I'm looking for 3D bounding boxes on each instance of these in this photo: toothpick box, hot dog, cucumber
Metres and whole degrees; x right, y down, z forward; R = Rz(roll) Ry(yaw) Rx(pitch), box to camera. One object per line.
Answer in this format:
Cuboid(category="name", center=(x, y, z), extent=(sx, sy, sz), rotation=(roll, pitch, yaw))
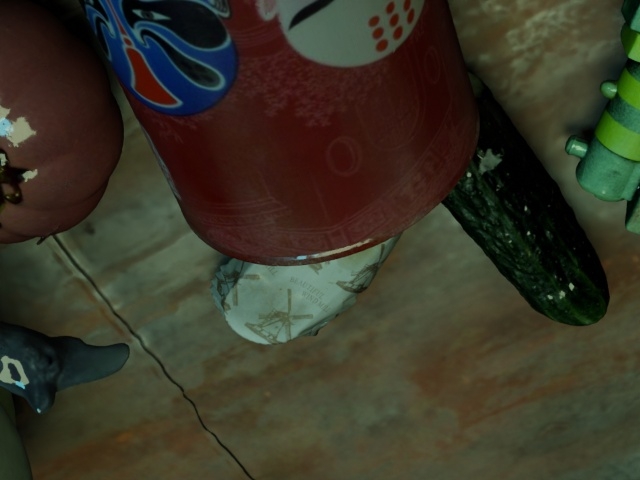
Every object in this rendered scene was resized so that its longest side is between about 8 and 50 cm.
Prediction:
Cuboid(category="toothpick box", center=(-0.043, -0.170, 0.803), extent=(0.204, 0.204, 0.333), rotation=(-15, 133, 10))
Cuboid(category="hot dog", center=(0.000, 0.000, 1.034), extent=(0.099, 0.053, 0.192), rotation=(30, 115, -18))
Cuboid(category="cucumber", center=(0.128, -0.028, 1.003), extent=(0.074, 0.074, 0.241), rotation=(-30, 120, 18))

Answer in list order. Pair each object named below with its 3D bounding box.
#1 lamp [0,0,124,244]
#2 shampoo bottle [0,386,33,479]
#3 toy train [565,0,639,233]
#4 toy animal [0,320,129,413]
Cuboid(category="lamp", center=(-0.213, -0.085, 0.942), extent=(0.182, 0.140, 0.182), rotation=(11, 134, 12))
Cuboid(category="shampoo bottle", center=(-0.367, 0.194, 1.006), extent=(0.322, 0.317, 0.322), rotation=(0, 122, 0))
Cuboid(category="toy train", center=(0.242, -0.093, 0.959), extent=(0.132, 0.083, 0.200), rotation=(21, 121, 1))
Cuboid(category="toy animal", center=(-0.312, 0.037, 0.862), extent=(0.367, 0.206, 0.081), rotation=(39, 150, -13))
